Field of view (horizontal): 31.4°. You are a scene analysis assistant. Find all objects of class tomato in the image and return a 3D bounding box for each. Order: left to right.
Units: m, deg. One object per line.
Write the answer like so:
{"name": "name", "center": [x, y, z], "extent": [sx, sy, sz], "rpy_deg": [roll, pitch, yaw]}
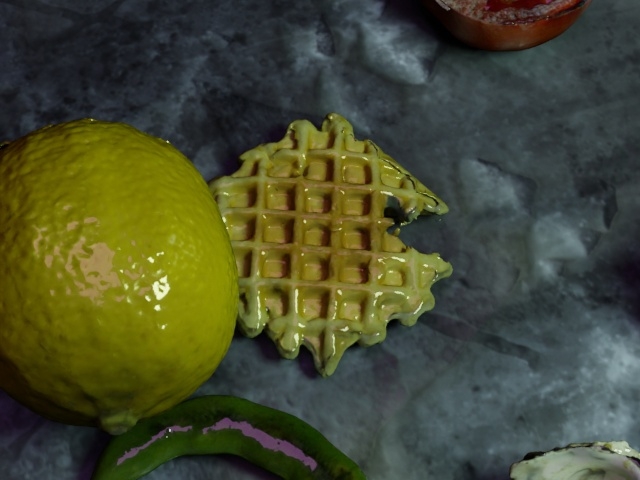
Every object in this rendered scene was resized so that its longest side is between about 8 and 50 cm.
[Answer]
{"name": "tomato", "center": [0.203, -0.302, 1.295], "extent": [0.225, 0.085, 0.224], "rpy_deg": [0, 60, 1]}

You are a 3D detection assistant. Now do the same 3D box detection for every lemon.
{"name": "lemon", "center": [-0.200, 0.024, 1.025], "extent": [0.245, 0.245, 0.319], "rpy_deg": [-11, 61, -7]}

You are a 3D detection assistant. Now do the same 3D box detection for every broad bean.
{"name": "broad bean", "center": [-0.080, 0.212, 1.044], "extent": [0.292, 0.049, 0.144], "rpy_deg": [0, 69, 1]}

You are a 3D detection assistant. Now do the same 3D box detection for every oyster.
{"name": "oyster", "center": [0.257, 0.259, 1.022], "extent": [0.163, 0.081, 0.191], "rpy_deg": [-32, 82, 9]}

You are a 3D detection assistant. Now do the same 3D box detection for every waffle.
{"name": "waffle", "center": [0.000, -0.001, 1.151], "extent": [0.250, 0.056, 0.261], "rpy_deg": [-40, 72, -19]}
